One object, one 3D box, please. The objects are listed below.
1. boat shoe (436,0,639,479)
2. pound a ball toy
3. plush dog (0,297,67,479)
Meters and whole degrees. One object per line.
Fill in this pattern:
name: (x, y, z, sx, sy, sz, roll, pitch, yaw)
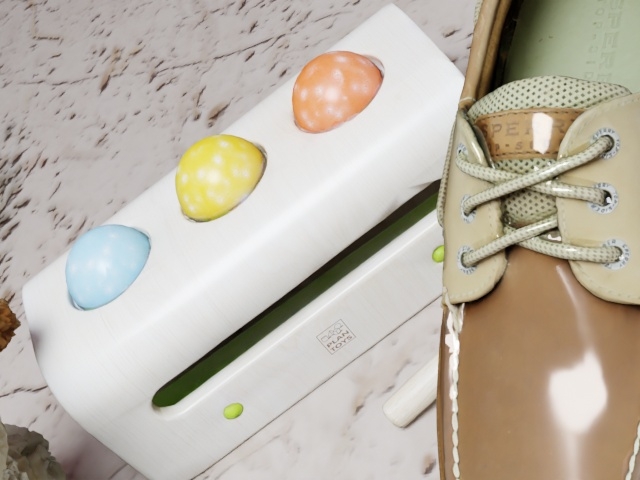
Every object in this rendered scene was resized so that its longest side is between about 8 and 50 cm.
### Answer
boat shoe: (0.095, -0.019, 0.511, 0.122, 0.120, 0.324, -6, 59, 29)
pound a ball toy: (0.000, 0.000, 0.681, 0.319, 0.136, 0.208, -37, 37, 5)
plush dog: (-0.207, 0.144, 0.594, 0.262, 0.210, 0.225, -110, 34, -52)
